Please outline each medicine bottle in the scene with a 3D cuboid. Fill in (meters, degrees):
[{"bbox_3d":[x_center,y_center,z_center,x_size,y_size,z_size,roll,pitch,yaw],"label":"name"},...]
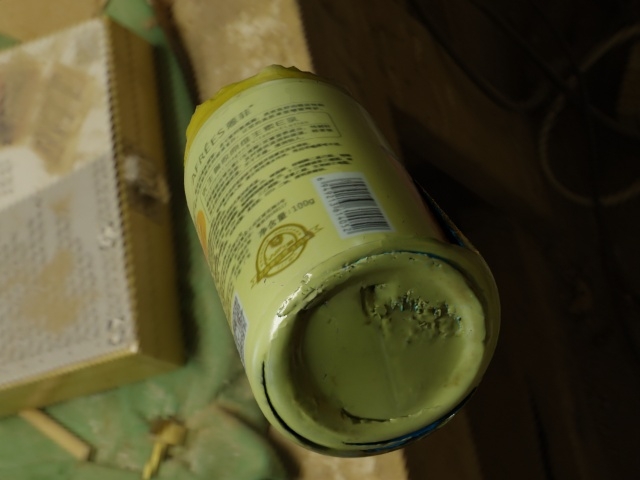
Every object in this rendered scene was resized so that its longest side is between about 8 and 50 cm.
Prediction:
[{"bbox_3d":[0.000,0.000,0.814,0.124,0.124,0.239,-44,29,11],"label":"medicine bottle"}]
